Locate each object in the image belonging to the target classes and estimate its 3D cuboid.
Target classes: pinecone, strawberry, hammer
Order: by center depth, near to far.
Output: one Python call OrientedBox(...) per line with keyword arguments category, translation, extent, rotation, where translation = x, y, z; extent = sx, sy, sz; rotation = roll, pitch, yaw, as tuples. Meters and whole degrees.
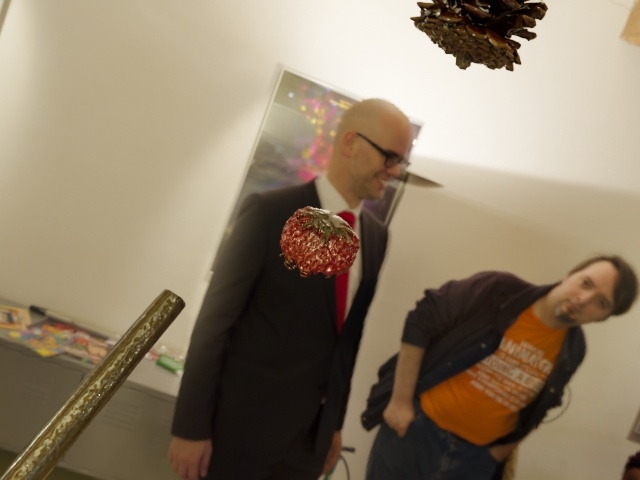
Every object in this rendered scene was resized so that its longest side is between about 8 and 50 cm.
OrientedBox(category="hammer", translation=(-0.214, 0.175, 0.389), extent=(0.043, 0.365, 0.111), rotation=(39, -26, -5))
OrientedBox(category="strawberry", translation=(0.000, 0.000, 1.019), extent=(0.145, 0.086, 0.145), rotation=(24, 32, -16))
OrientedBox(category="pinecone", translation=(0.304, -0.453, 1.111), extent=(0.264, 0.264, 0.264), rotation=(20, 5, -2))
